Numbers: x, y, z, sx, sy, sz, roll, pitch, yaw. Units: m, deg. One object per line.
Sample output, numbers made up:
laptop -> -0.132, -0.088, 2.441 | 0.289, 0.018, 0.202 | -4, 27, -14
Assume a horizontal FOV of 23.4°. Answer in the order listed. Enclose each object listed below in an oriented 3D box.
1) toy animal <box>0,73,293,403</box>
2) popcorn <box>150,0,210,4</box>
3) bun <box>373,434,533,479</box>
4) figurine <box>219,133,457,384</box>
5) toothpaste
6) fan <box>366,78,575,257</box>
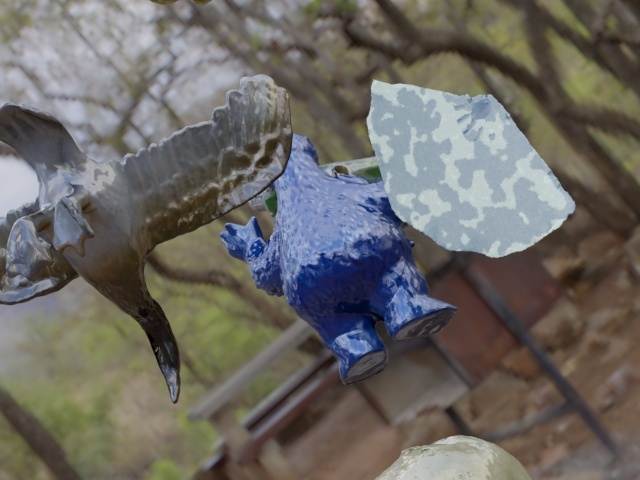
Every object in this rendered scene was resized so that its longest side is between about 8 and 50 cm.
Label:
toy animal -> -0.145, 0.009, 0.963 | 0.272, 0.197, 0.160 | -21, -17, 12
popcorn -> -0.174, -0.382, 1.881 | 0.155, 0.197, 0.197 | -2, -30, -44
bun -> 0.149, 0.427, 2.212 | 0.362, 0.234, 0.326 | -37, -20, -15
figurine -> 0.009, 0.000, 1.405 | 0.164, 0.262, 0.121 | -45, -31, 2
toothpaste -> 0.022, -0.049, 1.547 | 0.248, 0.078, 0.047 | -4, 16, 42
fan -> 0.112, -0.061, 1.271 | 0.009, 0.240, 0.131 | 9, -68, -49
